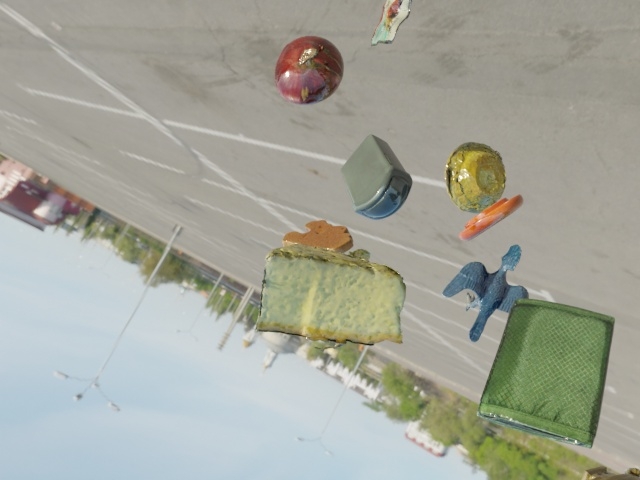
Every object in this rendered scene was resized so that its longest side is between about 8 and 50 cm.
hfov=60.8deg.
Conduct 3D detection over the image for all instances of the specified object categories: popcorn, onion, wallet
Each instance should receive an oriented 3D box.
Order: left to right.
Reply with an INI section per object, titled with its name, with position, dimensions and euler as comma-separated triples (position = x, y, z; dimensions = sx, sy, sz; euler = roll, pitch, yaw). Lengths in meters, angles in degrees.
[onion]
position = -0.043, -0.567, 1.800
dimensions = 0.248, 0.248, 0.161
euler = 22, 166, 36
[popcorn]
position = 0.155, 0.079, 2.182
dimensions = 0.089, 0.096, 0.109
euler = 25, -170, 26
[wallet]
position = 0.353, 0.196, 0.844
dimensions = 0.160, 0.236, 0.055
euler = 7, 137, 32

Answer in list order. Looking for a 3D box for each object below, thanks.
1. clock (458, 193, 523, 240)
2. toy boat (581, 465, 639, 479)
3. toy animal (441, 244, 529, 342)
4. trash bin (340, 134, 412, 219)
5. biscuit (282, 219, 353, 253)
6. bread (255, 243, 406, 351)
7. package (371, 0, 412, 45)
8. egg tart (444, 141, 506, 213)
[clock]
position = 0.478, -0.066, 1.539
dimensions = 0.051, 0.205, 0.205
euler = 57, 174, 8
[toy boat]
position = 0.819, 0.710, 1.568
dimensions = 0.321, 0.089, 0.121
euler = 7, -167, -29
[toy animal]
position = 0.431, 0.132, 1.385
dimensions = 0.239, 0.255, 0.176
euler = 25, 144, -2
[trash bin]
position = 0.159, -0.175, 1.577
dimensions = 0.101, 0.176, 0.236
euler = 19, -145, -33
[biscuit]
position = 0.000, 0.000, 2.006
dimensions = 0.334, 0.202, 0.047
euler = 18, 132, 56
[bread]
position = 0.022, 0.154, 1.362
dimensions = 0.315, 0.248, 0.279
euler = 11, -172, 30
[package]
position = 0.191, -0.617, 1.504
dimensions = 0.040, 0.166, 0.232
euler = 19, -165, -17
[egg tart]
position = 0.602, -0.238, 2.055
dimensions = 0.295, 0.294, 0.116
euler = 33, 168, -22
